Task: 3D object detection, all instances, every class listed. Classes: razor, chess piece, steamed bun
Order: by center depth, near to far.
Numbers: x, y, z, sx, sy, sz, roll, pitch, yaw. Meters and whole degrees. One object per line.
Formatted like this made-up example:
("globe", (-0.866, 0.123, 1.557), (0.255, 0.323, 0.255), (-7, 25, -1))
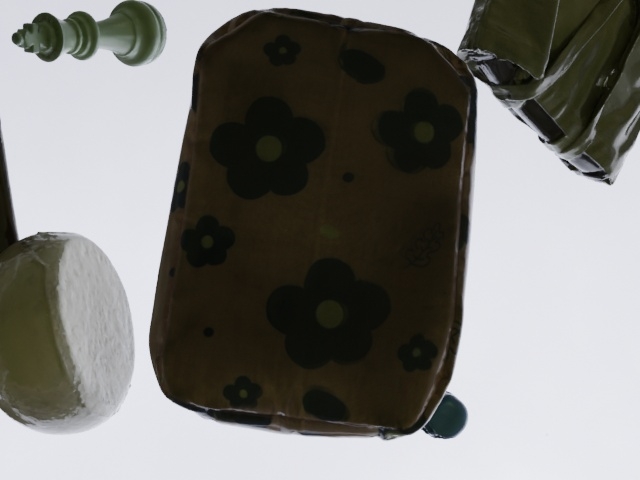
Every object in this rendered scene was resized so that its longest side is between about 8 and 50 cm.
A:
("razor", (0.071, 0.118, 0.789), (0.082, 0.253, 0.042), (39, -93, -6))
("chess piece", (-0.197, -0.173, 0.819), (0.059, 0.149, 0.059), (8, -75, 31))
("steamed bun", (-0.383, 0.133, 1.353), (0.177, 0.283, 0.283), (-14, -104, 10))

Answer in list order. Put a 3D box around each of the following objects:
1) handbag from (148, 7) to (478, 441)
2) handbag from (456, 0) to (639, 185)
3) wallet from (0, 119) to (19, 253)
("handbag", (0.000, 0.000, 0.646), (0.190, 0.193, 0.252), (7, -99, -1))
("handbag", (0.296, -0.238, 1.118), (0.109, 0.316, 0.253), (11, -110, 54))
("wallet", (-0.533, -0.100, 1.432), (0.165, 0.042, 0.310), (-3, -78, 9))
